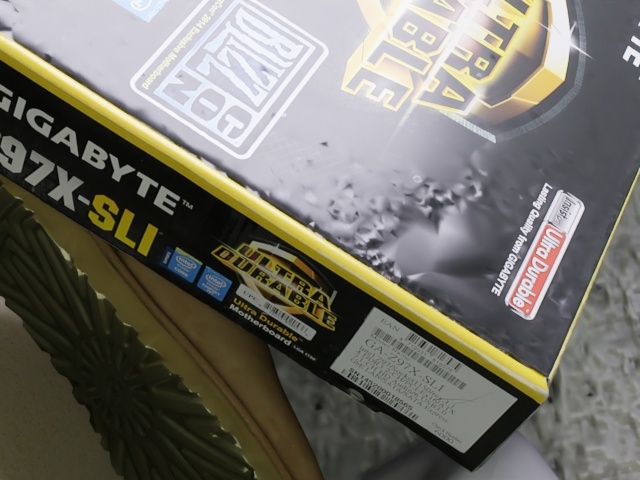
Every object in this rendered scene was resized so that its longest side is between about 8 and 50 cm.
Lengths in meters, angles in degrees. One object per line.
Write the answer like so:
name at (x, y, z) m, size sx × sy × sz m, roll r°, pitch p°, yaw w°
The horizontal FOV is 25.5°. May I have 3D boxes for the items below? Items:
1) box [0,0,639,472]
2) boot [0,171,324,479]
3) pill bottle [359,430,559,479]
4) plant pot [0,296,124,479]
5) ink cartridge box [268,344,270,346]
box at (0.029, -0.092, 0.645) m, size 0.257 × 0.079 × 0.322 m, roll 32°, pitch 49°, yaw 2°
boot at (0.000, 0.000, 0.666) m, size 0.269 × 0.089 × 0.236 m, roll -33°, pitch 86°, yaw -39°
pill bottle at (0.115, 0.311, 0.674) m, size 0.229 × 0.229 × 0.408 m, roll -36°, pitch 89°, yaw 4°
plant pot at (-0.200, 0.110, 0.666) m, size 0.256 × 0.274 × 0.257 m, roll 0°, pitch 91°, yaw 3°
ink cartridge box at (-0.071, 0.005, 0.742) m, size 0.056 × 0.099 × 0.135 m, roll -39°, pitch 90°, yaw 4°
